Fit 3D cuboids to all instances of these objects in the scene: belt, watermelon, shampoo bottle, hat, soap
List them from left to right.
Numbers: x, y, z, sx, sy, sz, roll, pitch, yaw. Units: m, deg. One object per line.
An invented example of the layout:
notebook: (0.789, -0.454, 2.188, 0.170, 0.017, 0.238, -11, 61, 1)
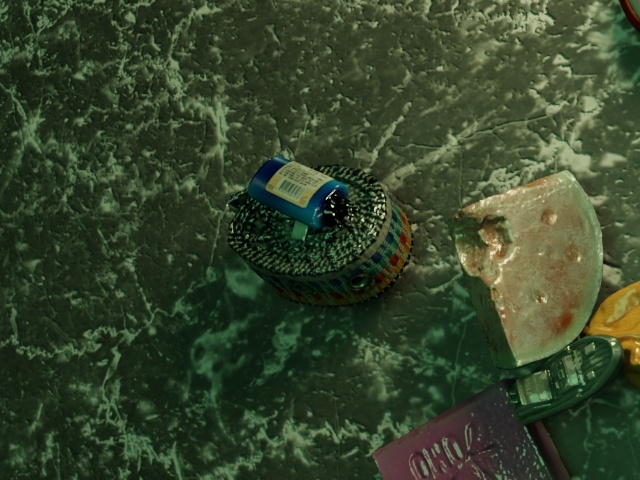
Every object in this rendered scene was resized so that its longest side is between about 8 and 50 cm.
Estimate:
shampoo bottle: (-0.024, -0.071, 1.982, 0.183, 0.050, 0.087, 26, 66, 37)
belt: (0.000, 0.000, 2.066, 0.295, 0.160, 0.206, -7, 62, 27)
soap: (0.224, 0.346, 1.950, 0.259, 0.081, 0.181, -32, 70, 22)
watermelon: (0.280, 0.045, 1.885, 0.148, 0.226, 0.318, -35, 34, 63)
hat: (0.464, 0.149, 1.818, 0.233, 0.244, 0.233, 7, 49, 50)

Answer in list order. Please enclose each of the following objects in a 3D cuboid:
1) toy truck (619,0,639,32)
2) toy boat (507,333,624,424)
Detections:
toy truck: (0.527, -0.396, 1.783, 0.265, 0.239, 0.189, -20, 75, 26)
toy boat: (0.336, 0.191, 1.770, 0.260, 0.085, 0.078, 133, 132, -56)
